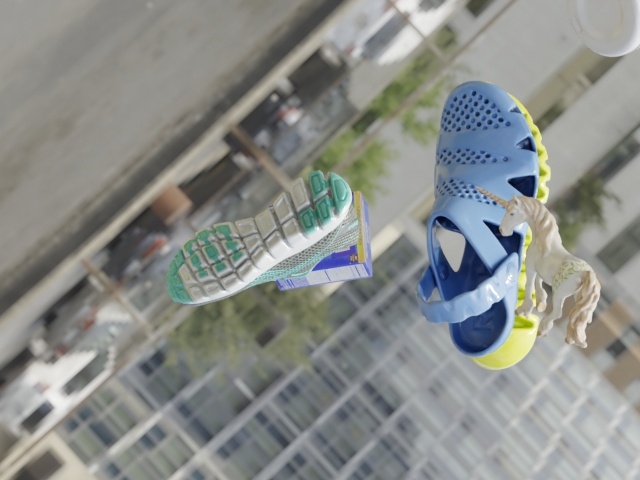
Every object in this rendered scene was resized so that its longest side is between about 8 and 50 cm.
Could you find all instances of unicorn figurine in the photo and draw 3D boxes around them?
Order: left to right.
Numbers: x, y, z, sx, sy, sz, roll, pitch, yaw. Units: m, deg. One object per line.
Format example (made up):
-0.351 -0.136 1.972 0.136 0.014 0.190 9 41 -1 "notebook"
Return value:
0.209 0.026 1.417 0.060 0.162 0.111 -10 119 -38 "unicorn figurine"

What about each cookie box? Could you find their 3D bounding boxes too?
0.000 0.000 1.696 0.107 0.092 0.040 -9 152 11 "cookie box"

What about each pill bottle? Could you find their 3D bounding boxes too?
0.224 -0.167 1.013 0.116 0.065 0.065 -25 167 -33 "pill bottle"

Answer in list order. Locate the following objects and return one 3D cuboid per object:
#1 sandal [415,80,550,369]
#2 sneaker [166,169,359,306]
0.168 -0.022 1.653 0.126 0.317 0.138 -10 167 38 "sandal"
-0.040 0.013 1.196 0.166 0.065 0.076 -26 147 10 "sneaker"
